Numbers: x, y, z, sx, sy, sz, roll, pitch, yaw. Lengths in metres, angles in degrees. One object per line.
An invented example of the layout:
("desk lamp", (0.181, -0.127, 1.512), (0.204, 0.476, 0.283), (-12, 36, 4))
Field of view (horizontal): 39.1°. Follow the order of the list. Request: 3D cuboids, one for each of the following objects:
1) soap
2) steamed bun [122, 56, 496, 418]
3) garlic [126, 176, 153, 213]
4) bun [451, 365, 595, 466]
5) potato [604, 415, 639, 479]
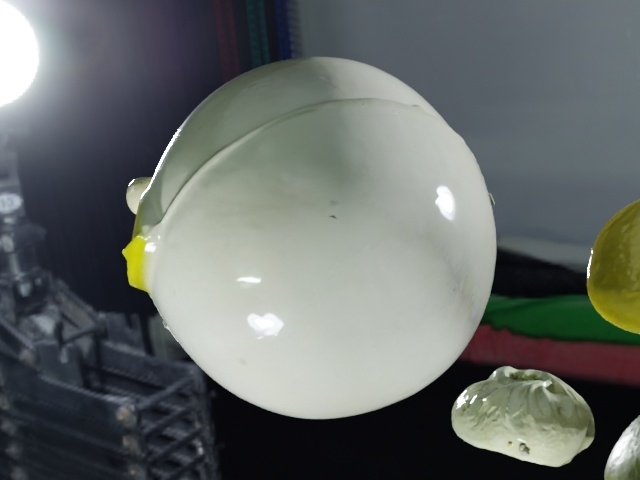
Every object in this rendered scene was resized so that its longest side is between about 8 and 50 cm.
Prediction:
("soap", (0.652, 0.031, 1.487), (0.427, 0.115, 0.306), (-2, -123, 39))
("steamed bun", (0.002, 0.005, 0.860), (0.334, 0.374, 0.334), (-13, -129, 16))
("garlic", (-0.212, -0.054, 1.114), (0.053, 0.041, 0.083), (-15, 163, 8))
("bun", (0.378, 0.314, 1.646), (0.259, 0.160, 0.259), (15, 177, 1))
("potato", (0.425, 0.236, 0.934), (0.251, 0.159, 0.174), (-28, -140, 31))
